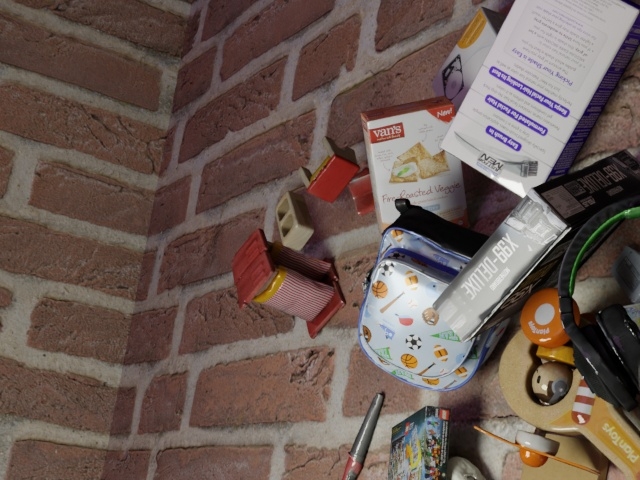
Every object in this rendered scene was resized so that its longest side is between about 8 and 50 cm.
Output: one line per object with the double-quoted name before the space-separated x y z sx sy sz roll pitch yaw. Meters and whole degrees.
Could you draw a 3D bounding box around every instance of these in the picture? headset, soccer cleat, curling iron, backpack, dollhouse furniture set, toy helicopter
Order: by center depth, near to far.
"headset" 0.426 0.136 1.454 0.185 0.243 0.394 13 -114 -76
"toy helicopter" 0.361 0.248 1.624 0.235 0.140 0.355 -51 43 10
"soccer cleat" 0.245 0.406 1.840 0.076 0.068 0.196 92 163 -45
"backpack" 0.185 0.113 1.931 0.213 0.276 0.263 -39 -31 -49
"curling iron" 0.058 0.411 2.245 0.068 0.035 0.274 41 112 61
"dollhouse furniture set" 0.000 0.000 2.422 0.374 0.201 0.152 -51 34 27

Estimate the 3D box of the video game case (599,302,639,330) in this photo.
"video game case" 0.443 0.119 1.592 0.011 0.122 0.087 72 -173 -50

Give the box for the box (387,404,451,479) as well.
"box" 0.159 0.373 1.978 0.233 0.044 0.159 122 157 -70

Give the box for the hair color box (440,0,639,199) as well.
"hair color box" 0.353 -0.248 1.872 0.185 0.110 0.339 35 110 22

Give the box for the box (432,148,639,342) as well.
"box" 0.321 0.003 1.683 0.076 0.307 0.242 48 126 17

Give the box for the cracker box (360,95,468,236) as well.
"cracker box" 0.166 -0.123 2.084 0.067 0.155 0.232 -114 12 -67

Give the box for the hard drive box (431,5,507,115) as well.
"hard drive box" 0.303 -0.269 2.093 0.181 0.089 0.232 -58 31 30

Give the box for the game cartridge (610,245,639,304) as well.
"game cartridge" 0.451 0.048 1.712 0.056 0.017 0.083 -63 28 28

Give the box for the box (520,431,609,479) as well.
"box" 0.342 0.383 1.723 0.164 0.021 0.201 -5 70 60
